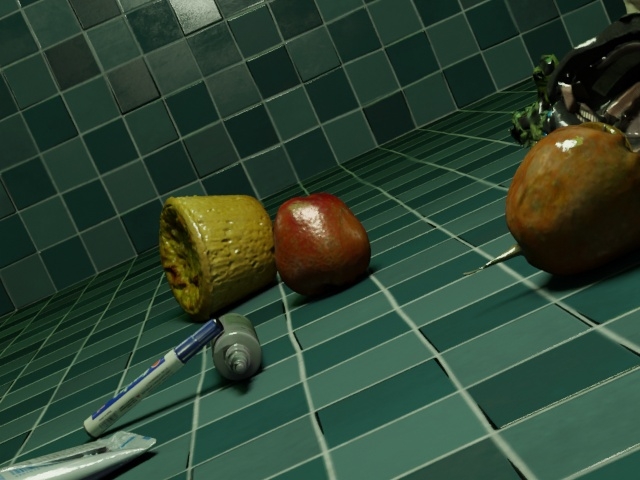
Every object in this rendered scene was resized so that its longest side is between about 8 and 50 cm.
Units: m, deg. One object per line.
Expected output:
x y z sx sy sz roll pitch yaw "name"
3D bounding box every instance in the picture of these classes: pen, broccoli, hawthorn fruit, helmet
-0.192 0.157 1.329 0.204 0.025 0.025 -40 6 9 "pen"
0.379 -0.219 1.836 0.167 0.160 0.154 -2 49 42 "broccoli"
0.000 0.000 1.583 0.133 0.138 0.133 -25 5 2 "hawthorn fruit"
0.381 -0.153 1.345 0.154 0.198 0.253 4 -12 -41 "helmet"
0.247 -0.026 1.131 0.149 0.149 0.189 -37 -20 -56 "hawthorn fruit"

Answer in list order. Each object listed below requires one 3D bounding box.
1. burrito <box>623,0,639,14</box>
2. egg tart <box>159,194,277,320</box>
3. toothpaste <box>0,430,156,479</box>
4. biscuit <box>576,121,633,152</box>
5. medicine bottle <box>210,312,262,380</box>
0.479 -0.260 1.375 0.190 0.332 0.135 -30 34 7 "burrito"
-0.155 0.019 1.819 0.147 0.203 0.202 -12 2 -25 "egg tart"
-0.311 0.254 1.141 0.299 0.073 0.114 -20 5 -29 "toothpaste"
0.287 -0.068 1.318 0.026 0.124 0.175 15 -23 -32 "biscuit"
-0.097 0.126 1.332 0.057 0.058 0.199 -25 7 -3 "medicine bottle"
